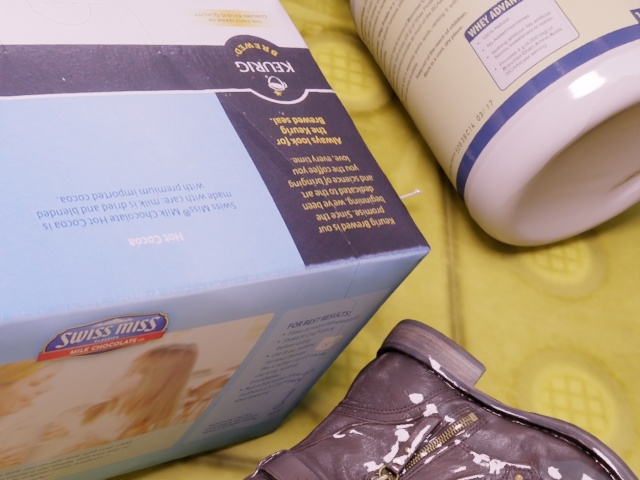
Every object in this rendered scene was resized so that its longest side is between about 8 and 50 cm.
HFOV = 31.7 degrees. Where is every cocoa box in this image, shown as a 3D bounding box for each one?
[{"bbox_3d":[-0.159,0.005,0.668,0.347,0.231,0.228,-8,58,-40],"label":"cocoa box"}]

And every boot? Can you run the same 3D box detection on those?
[{"bbox_3d":[0.066,0.194,0.731,0.263,0.091,0.229,35,61,20],"label":"boot"}]

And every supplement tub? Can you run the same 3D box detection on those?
[{"bbox_3d":[0.168,-0.185,0.979,0.235,0.235,0.325,-12,60,-29],"label":"supplement tub"}]

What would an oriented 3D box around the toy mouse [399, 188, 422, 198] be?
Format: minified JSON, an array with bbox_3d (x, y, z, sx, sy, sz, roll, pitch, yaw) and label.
[{"bbox_3d":[0.000,0.000,0.901,0.161,0.031,0.143,15,49,-11],"label":"toy mouse"}]
